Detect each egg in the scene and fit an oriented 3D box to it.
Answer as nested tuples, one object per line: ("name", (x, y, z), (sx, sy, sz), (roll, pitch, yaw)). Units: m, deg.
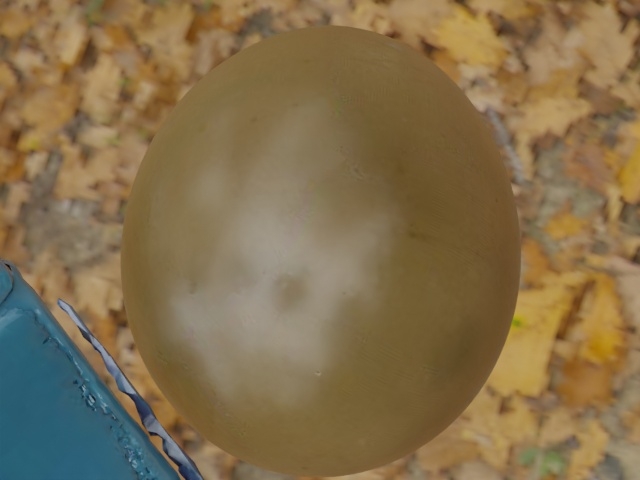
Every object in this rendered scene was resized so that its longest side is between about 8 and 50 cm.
("egg", (0.000, 0.000, 1.437), (0.301, 0.301, 0.374), (-33, 40, 28))

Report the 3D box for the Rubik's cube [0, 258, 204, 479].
("Rubik's cube", (-0.215, 0.076, 0.548), (0.231, 0.224, 0.221), (54, 146, -8))
